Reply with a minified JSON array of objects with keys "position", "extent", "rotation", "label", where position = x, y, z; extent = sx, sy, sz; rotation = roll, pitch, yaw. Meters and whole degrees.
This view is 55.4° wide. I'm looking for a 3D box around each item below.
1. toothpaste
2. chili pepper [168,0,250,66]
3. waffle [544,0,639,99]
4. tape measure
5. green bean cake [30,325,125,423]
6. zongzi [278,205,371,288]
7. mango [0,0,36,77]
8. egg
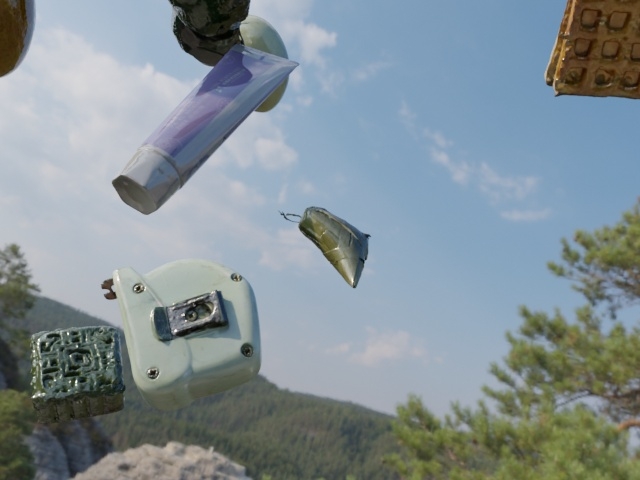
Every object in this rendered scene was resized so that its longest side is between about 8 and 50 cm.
[{"position":[-0.169,-0.191,0.925],"extent":[0.125,0.371,0.080],"rotation":[21,-34,16],"label":"toothpaste"},{"position":[-0.205,-0.388,1.095],"extent":[0.148,0.116,0.264],"rotation":[0,-5,-14],"label":"chili pepper"},{"position":[0.238,-0.180,0.464],"extent":[0.102,0.042,0.148],"rotation":[8,-51,9],"label":"waffle"},{"position":[-0.224,0.140,1.020],"extent":[0.246,0.243,0.125],"rotation":[-17,-31,-13],"label":"tape measure"},{"position":[-0.484,0.258,1.216],"extent":[0.173,0.181,0.094],"rotation":[-3,-42,-21],"label":"green bean cake"},{"position":[0.000,0.000,0.907],"extent":[0.154,0.130,0.062],"rotation":[32,-59,-5],"label":"zongzi"},{"position":[-0.641,-0.477,1.118],"extent":[0.221,0.378,0.264],"rotation":[2,31,-28],"label":"mango"},{"position":[-0.174,-0.458,1.585],"extent":[0.186,0.186,0.253],"rotation":[2,-61,42],"label":"egg"}]
